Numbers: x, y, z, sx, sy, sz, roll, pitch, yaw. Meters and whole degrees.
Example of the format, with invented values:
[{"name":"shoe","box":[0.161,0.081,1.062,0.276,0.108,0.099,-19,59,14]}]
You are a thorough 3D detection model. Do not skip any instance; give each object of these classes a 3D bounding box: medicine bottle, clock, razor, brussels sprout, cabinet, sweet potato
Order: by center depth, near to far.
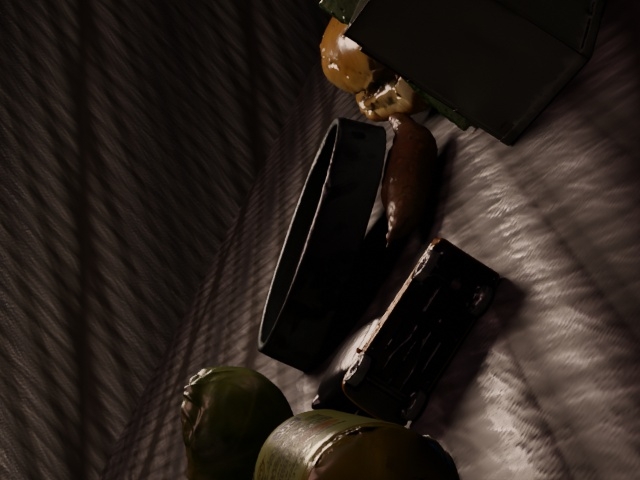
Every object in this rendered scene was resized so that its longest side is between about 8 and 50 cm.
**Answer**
[{"name":"medicine bottle","box":[0.024,0.188,1.152,0.124,0.124,0.239,-60,9,-10]},{"name":"razor","box":[0.044,0.121,1.483,0.090,0.054,0.148,-59,8,-30]},{"name":"cabinet","box":[0.156,-0.231,1.559,0.150,0.206,0.145,-50,12,44]},{"name":"brussels sprout","box":[-0.084,0.214,1.692,0.149,0.122,0.151,-65,-26,-66]},{"name":"sweet potato","box":[0.101,-0.068,1.802,0.314,0.066,0.072,-77,-20,-58]},{"name":"clock","box":[0.000,0.001,1.904,0.319,0.066,0.319,-161,90,-85]}]

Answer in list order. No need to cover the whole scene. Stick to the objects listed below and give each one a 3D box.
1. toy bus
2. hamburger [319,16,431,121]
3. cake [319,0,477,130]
[{"name":"toy bus","box":[0.084,0.079,1.350,0.162,0.069,0.074,-57,8,1]},{"name":"hamburger","box":[0.140,-0.304,2.084,0.284,0.174,0.304,-49,12,-18]},{"name":"cake","box":[0.097,-0.222,1.759,0.099,0.235,0.100,-24,-13,-25]}]
